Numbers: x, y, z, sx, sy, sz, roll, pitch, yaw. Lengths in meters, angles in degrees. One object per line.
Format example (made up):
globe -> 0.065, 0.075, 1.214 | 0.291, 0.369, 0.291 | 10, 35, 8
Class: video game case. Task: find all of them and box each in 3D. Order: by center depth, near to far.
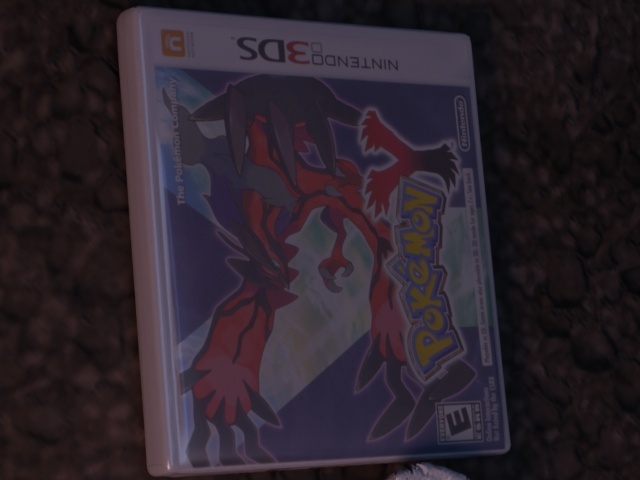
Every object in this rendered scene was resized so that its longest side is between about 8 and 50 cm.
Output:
video game case -> 0.000, 0.000, 0.888 | 0.183, 0.023, 0.201 | 1, 81, -33

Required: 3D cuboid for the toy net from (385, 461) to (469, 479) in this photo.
toy net -> 0.077, 0.207, 0.889 | 0.122, 0.045, 0.232 | -41, 102, -30
